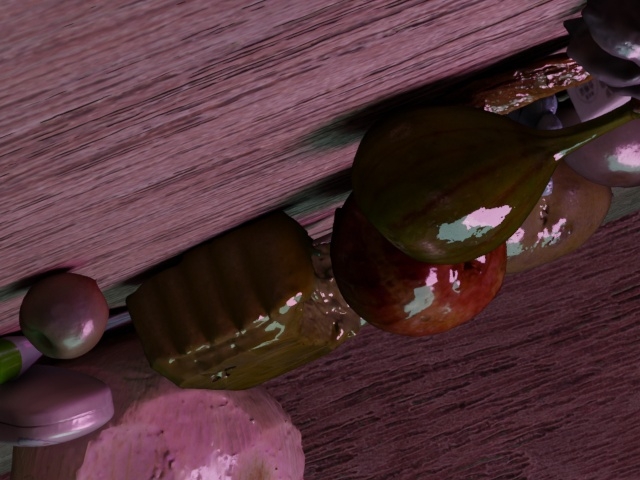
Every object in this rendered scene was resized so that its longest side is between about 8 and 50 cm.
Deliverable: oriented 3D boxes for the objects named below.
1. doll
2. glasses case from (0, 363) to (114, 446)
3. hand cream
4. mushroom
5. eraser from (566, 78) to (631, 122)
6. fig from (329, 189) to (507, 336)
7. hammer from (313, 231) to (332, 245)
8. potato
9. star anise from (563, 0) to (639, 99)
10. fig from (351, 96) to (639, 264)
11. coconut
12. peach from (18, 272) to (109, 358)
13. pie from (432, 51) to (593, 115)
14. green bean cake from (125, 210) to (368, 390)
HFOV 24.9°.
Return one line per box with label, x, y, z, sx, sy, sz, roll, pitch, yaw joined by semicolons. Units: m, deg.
doll;0.185;-0.089;1.395;0.075;0.120;0.180;-4;165;-1
glasses case;-0.339;0.185;1.643;0.113;0.075;0.297;-16;-170;-35
hand cream;-0.302;0.115;1.657;0.079;0.050;0.275;4;-170;26
mushroom;0.314;-0.113;1.492;0.188;0.117;0.141;-12;176;-33
eraser;0.327;-0.178;1.315;0.125;0.068;0.210;-17;170;-24
fig;0.095;0.000;1.504;0.205;0.205;0.205;-22;173;-3
hammer;0.000;0.000;1.782;0.292;0.029;0.058;-22;175;-17
potato;0.235;-0.041;1.702;0.251;0.159;0.174;-8;-165;-16
star anise;0.325;-0.180;1.029;0.316;0.139;0.359;-26;175;-34
fig;0.155;-0.081;1.235;0.259;0.151;0.151;-29;171;13
coconut;-0.217;0.279;1.909;0.405;0.404;0.404;-22;173;-3
peach;-0.237;0.068;1.343;0.083;0.083;0.083;-22;173;-3
pie;0.177;-0.140;1.275;0.191;0.033;0.088;-19;166;16
green bean cake;-0.066;0.074;1.603;0.233;0.124;0.236;-27;163;18
